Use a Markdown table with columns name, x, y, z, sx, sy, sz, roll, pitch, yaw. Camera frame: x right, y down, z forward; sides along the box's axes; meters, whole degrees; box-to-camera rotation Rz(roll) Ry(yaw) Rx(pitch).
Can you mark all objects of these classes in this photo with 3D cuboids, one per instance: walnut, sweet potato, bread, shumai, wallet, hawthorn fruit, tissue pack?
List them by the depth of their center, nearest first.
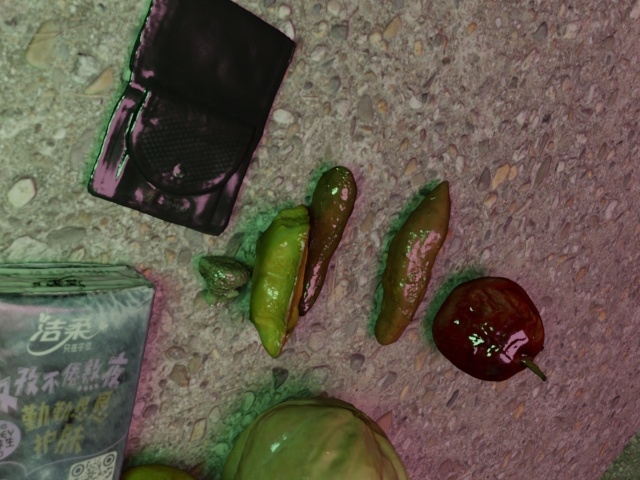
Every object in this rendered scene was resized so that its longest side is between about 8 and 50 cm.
| name | x | y | z | sx | sy | sz | roll | pitch | yaw |
| --- | --- | --- | --- | --- | --- | --- | --- | --- | --- |
| tissue pack | -0.375 | 0.212 | 0.971 | 0.259 | 0.122 | 0.361 | -1 | 109 | -43 |
| wallet | -0.174 | -0.180 | 1.004 | 0.247 | 0.041 | 0.322 | 19 | 92 | -46 |
| shumai | -0.158 | 0.070 | 1.122 | 0.083 | 0.082 | 0.080 | 12 | 104 | -21 |
| bread | -0.068 | 0.062 | 1.144 | 0.088 | 0.160 | 0.232 | 10 | 104 | 1 |
| sweet potato | 0.000 | 0.000 | 1.227 | 0.075 | 0.075 | 0.273 | 5 | 110 | -43 |
| walnut | -0.012 | 0.464 | 1.271 | 0.381 | 0.381 | 0.381 | -19 | 122 | -34 |
| sweet potato | 0.173 | 0.048 | 1.386 | 0.106 | 0.095 | 0.354 | -6 | 116 | -70 |
| hawthorn fruit | 0.386 | 0.209 | 1.540 | 0.230 | 0.266 | 0.210 | -38 | 150 | -17 |

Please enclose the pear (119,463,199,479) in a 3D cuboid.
| name | x | y | z | sx | sy | sz | roll | pitch | yaw |
| --- | --- | --- | --- | --- | --- | --- | --- | --- | --- |
| pear | -0.265 | 0.458 | 1.131 | 0.209 | 0.209 | 0.208 | -19 | 122 | -34 |
